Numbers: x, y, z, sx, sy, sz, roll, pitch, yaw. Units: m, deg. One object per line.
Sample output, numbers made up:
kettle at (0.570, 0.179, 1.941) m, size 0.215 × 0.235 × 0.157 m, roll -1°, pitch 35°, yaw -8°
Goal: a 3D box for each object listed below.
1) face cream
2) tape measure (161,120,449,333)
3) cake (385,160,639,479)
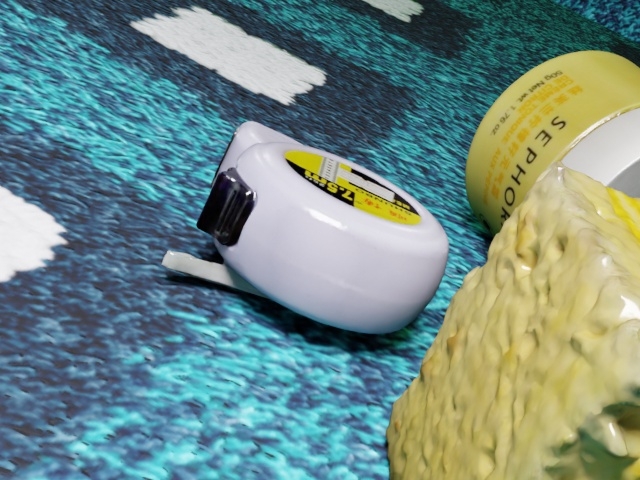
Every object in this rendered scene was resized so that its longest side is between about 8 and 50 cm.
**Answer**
face cream at (0.269, -0.044, 0.982) m, size 0.218 × 0.218 × 0.179 m, roll 11°, pitch 27°, yaw -30°
tape measure at (-0.003, 0.000, 0.782) m, size 0.196 × 0.105 × 0.178 m, roll 27°, pitch 17°, yaw -1°
cake at (0.213, 0.130, 0.580) m, size 0.286 × 0.222 × 0.227 m, roll 19°, pitch 27°, yaw -14°
